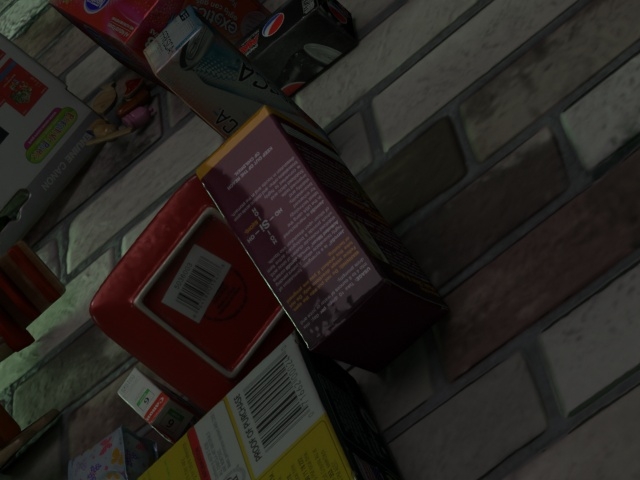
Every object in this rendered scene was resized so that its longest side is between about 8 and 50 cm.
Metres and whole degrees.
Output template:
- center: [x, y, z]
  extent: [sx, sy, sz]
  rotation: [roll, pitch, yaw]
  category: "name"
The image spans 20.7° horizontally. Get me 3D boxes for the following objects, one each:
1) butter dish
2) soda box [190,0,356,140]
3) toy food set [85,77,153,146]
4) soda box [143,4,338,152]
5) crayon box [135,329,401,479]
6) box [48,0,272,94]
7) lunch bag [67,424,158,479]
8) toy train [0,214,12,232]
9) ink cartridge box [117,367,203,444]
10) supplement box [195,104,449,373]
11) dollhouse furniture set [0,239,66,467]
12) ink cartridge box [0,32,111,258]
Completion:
- center: [-0.091, 0.051, 1.450]
  extent: [0.160, 0.160, 0.118]
  rotation: [-53, 4, -13]
  category: "butter dish"
- center: [-0.047, -0.171, 1.683]
  extent: [0.169, 0.060, 0.053]
  rotation: [-37, 32, 23]
  category: "soda box"
- center: [-0.212, -0.137, 1.886]
  extent: [0.078, 0.019, 0.122]
  rotation: [-15, 34, 19]
  category: "toy food set"
- center: [-0.069, -0.121, 1.537]
  extent: [0.063, 0.183, 0.058]
  rotation: [-44, 32, 7]
  category: "soda box"
- center: [-0.084, 0.240, 1.273]
  extent: [0.318, 0.081, 0.202]
  rotation: [-43, 31, 11]
  category: "crayon box"
- center: [-0.173, -0.245, 1.862]
  extent: [0.128, 0.122, 0.257]
  rotation: [-53, 31, -2]
  category: "box"
- center: [-0.172, 0.207, 1.450]
  extent: [0.071, 0.053, 0.083]
  rotation: [-34, 44, 27]
  category: "lunch bag"
- center: [-0.358, 0.005, 1.935]
  extent: [0.023, 0.017, 0.083]
  rotation: [-20, 41, 25]
  category: "toy train"
- center: [-0.116, 0.147, 1.430]
  extent: [0.029, 0.063, 0.115]
  rotation: [-55, 32, -4]
  category: "ink cartridge box"
- center: [0.000, 0.000, 1.331]
  extent: [0.081, 0.104, 0.188]
  rotation: [-43, 58, 14]
  category: "supplement box"
- center: [-0.343, 0.081, 1.633]
  extent: [0.135, 0.262, 0.259]
  rotation: [-41, 1, 11]
  category: "dollhouse furniture set"
- center: [-0.426, -0.080, 1.923]
  extent: [0.309, 0.272, 0.130]
  rotation: [-52, 0, -18]
  category: "ink cartridge box"
